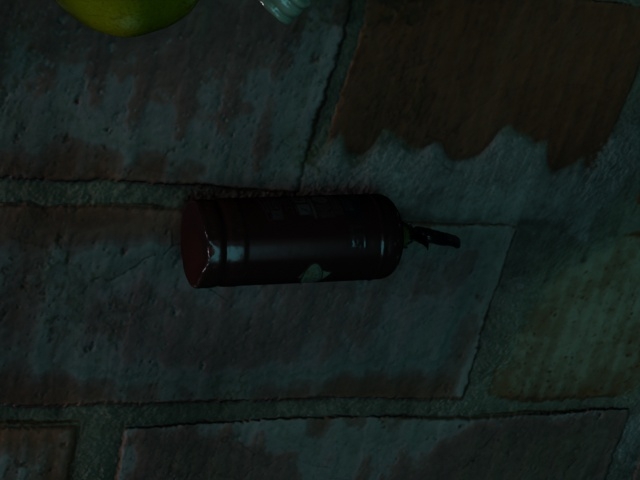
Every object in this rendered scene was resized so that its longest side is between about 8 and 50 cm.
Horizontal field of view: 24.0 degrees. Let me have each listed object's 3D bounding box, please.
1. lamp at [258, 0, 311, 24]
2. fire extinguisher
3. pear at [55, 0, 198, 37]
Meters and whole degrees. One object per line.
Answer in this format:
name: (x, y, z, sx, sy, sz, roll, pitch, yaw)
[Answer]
lamp: (0.009, -0.330, 1.734, 0.193, 0.106, 0.106, -41, 127, 20)
fire extinguisher: (0.000, 0.000, 1.922, 0.337, 0.135, 0.114, -3, 104, -21)
pear: (-0.213, -0.309, 1.606, 0.198, 0.198, 0.198, -10, 125, -15)
